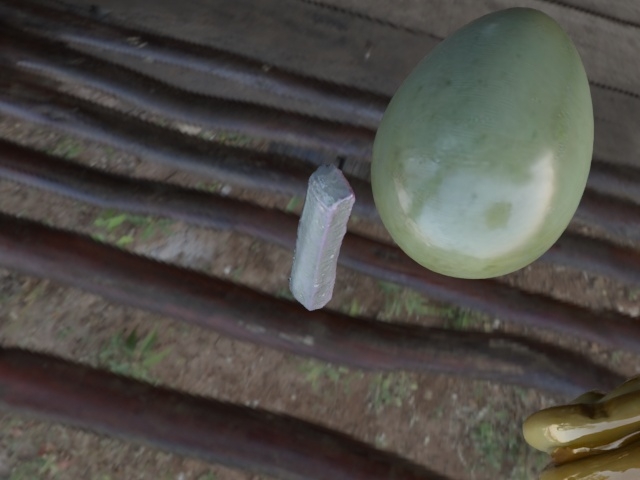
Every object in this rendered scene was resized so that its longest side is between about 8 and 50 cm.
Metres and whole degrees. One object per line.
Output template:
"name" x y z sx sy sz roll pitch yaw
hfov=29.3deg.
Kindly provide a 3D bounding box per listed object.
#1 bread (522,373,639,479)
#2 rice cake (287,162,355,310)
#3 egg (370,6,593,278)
"bread" 0.283 0.255 0.940 0.172 0.121 0.311 -22 91 15
"rice cake" 0.000 0.000 1.117 0.047 0.036 0.207 42 152 19
"egg" 0.172 -0.104 1.255 0.218 0.218 0.295 22 82 1
